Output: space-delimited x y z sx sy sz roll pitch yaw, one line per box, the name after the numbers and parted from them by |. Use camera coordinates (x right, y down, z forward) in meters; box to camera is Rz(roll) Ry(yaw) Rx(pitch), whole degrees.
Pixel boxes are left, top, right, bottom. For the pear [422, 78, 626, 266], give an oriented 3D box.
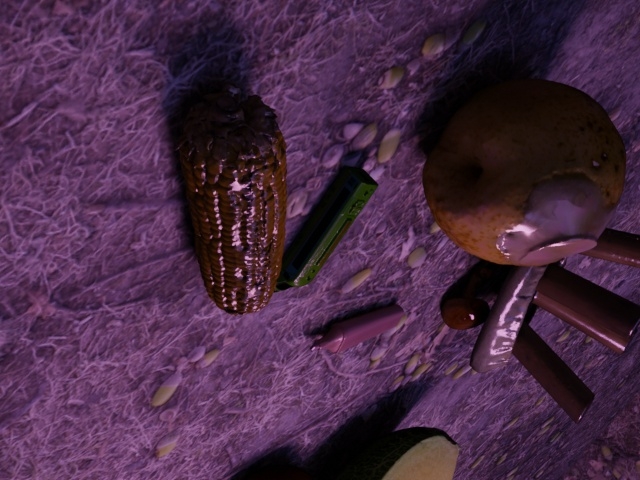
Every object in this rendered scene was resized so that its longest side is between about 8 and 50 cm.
0.267 -0.090 1.351 0.271 0.271 0.271 -31 149 -21 | pear

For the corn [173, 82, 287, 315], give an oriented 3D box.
-0.087 -0.033 1.098 0.115 0.115 0.318 -30 148 -22 | corn

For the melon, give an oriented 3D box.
0.110 0.500 1.924 0.331 0.226 0.344 74 39 -73 | melon

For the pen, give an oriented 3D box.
0.054 0.142 1.580 0.197 0.032 0.053 -16 142 -44 | pen

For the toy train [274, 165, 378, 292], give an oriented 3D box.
0.000 0.000 1.313 0.044 0.042 0.209 5 125 -52 | toy train

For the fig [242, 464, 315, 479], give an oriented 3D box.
-0.056 0.533 1.724 0.190 0.290 0.191 -17 162 -5 | fig

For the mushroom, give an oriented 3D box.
0.261 0.108 1.752 0.088 0.073 0.130 18 116 -19 | mushroom

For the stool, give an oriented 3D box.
0.441 0.113 1.752 0.310 0.226 0.310 -39 154 -44 | stool
